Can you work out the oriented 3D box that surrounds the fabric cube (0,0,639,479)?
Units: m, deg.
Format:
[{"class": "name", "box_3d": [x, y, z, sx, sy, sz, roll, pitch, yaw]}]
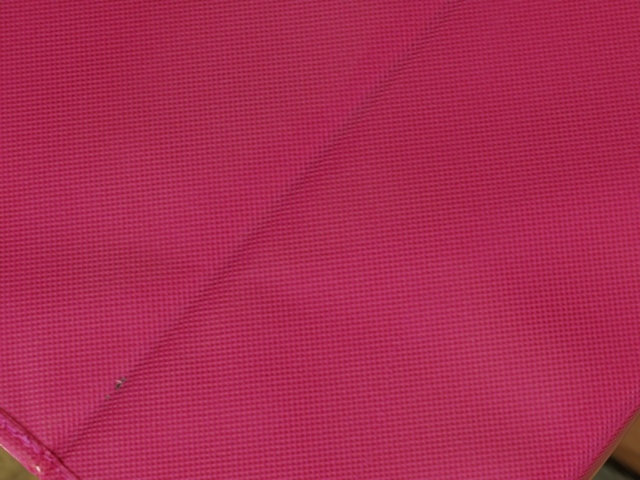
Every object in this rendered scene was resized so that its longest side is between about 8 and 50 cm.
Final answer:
[{"class": "fabric cube", "box_3d": [0.000, 0.000, 0.574, 0.258, 0.259, 0.254, -50, 171, -8]}]
